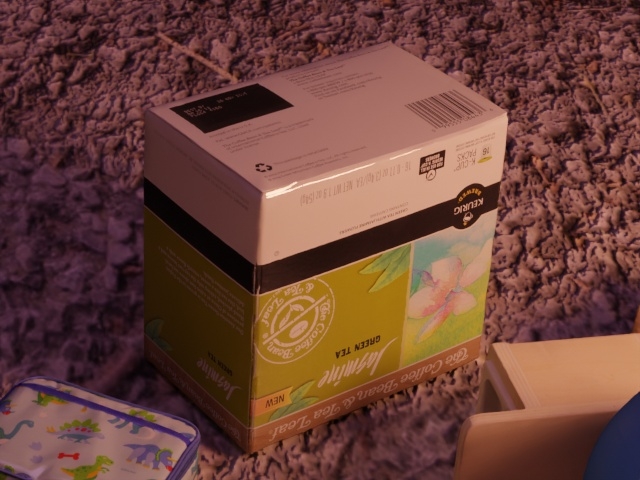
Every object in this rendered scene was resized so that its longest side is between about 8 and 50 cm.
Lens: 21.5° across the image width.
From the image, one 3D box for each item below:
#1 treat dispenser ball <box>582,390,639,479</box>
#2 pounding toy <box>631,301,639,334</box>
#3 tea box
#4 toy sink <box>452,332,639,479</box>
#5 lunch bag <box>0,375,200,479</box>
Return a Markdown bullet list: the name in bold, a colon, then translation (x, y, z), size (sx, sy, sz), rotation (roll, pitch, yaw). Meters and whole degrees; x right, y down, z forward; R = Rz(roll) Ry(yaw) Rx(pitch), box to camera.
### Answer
- **treat dispenser ball**: translation (0.378, 0.248, 1.515), size (0.288, 0.288, 0.288), rotation (3, 33, -2)
- **pounding toy**: translation (0.374, 0.080, 1.901), size (0.155, 0.154, 0.269), rotation (18, 35, 20)
- **tea box**: translation (0.000, 0.000, 1.819), size (0.329, 0.323, 0.220), rotation (-20, 39, -32)
- **toy sink**: translation (0.231, 0.193, 1.709), size (0.234, 0.153, 0.131), rotation (-5, 34, -13)
- **lunch bag**: translation (-0.238, 0.222, 1.665), size (0.219, 0.090, 0.176), rotation (17, 32, 17)
